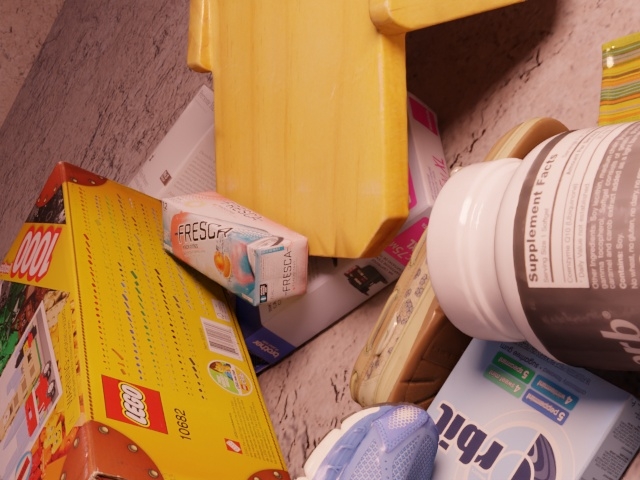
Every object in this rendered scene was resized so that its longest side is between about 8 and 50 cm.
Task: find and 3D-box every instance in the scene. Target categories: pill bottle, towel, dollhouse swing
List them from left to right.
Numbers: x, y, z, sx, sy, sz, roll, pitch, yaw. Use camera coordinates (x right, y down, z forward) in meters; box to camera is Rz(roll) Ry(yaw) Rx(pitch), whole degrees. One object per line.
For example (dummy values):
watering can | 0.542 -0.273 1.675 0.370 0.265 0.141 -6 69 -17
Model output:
dollhouse swing | 0.060 -0.173 0.974 0.315 0.305 0.347 -22 14 -33
towel | 0.261 -0.080 0.758 0.102 0.021 0.237 -20 47 45
pill bottle | 0.213 0.003 0.603 0.278 0.162 0.162 -4 58 49

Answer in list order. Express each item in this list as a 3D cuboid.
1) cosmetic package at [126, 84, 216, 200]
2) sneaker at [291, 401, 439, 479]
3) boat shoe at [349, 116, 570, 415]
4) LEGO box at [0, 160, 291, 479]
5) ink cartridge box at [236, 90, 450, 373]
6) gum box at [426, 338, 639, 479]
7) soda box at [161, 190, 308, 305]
cosmetic package | -0.182 -0.088 1.301 0.231 0.085 0.117 -53 32 6
sneaker | 0.044 0.255 0.599 0.147 0.129 0.330 -3 51 24
boat shoe | 0.111 0.022 0.787 0.285 0.105 0.089 -59 35 -4
LEGO box | -0.244 0.209 0.956 0.372 0.193 0.500 -56 30 18
ink cartridge box | 0.000 0.000 1.001 0.311 0.065 0.185 -39 35 28
gum box | 0.129 0.164 0.692 0.184 0.041 0.157 -57 32 -2
soda box | -0.088 0.003 0.941 0.183 0.063 0.058 25 120 49
